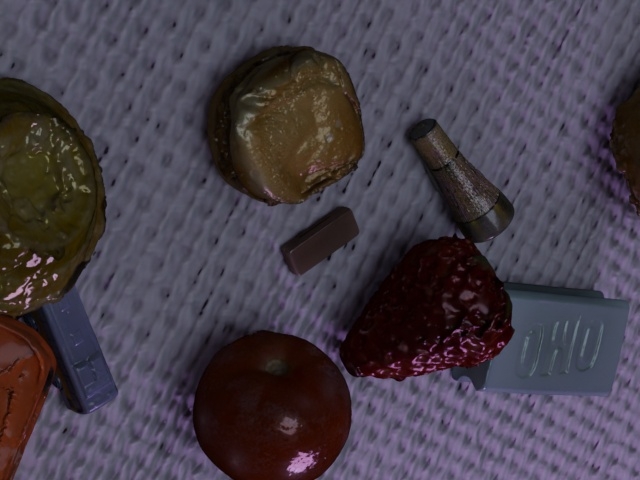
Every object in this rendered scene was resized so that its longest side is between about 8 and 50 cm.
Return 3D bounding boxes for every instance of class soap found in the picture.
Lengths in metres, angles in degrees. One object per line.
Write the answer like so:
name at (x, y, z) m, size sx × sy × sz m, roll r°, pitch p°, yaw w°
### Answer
soap at (0.338, 0.151, 2.148) m, size 0.265 × 0.087 × 0.160 m, roll 7°, pitch 98°, yaw -34°

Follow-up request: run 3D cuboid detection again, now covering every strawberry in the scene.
strawberry at (0.140, 0.117, 1.960) m, size 0.244 × 0.205 × 0.205 m, roll -31°, pitch 118°, yaw -6°

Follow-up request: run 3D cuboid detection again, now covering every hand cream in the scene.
hand cream at (0.193, -0.090, 2.002) m, size 0.084 × 0.084 × 0.203 m, roll -47°, pitch 118°, yaw -14°

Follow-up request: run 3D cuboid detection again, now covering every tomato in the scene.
tomato at (-0.064, 0.227, 1.840) m, size 0.208 × 0.208 × 0.184 m, roll -17°, pitch 134°, yaw -28°

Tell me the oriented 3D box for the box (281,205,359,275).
box at (0.000, 0.000, 1.929) m, size 0.115 × 0.025 × 0.048 m, roll -36°, pitch 124°, yaw -21°

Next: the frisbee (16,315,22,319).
frisbee at (-0.441, 0.110, 1.681) m, size 0.187 × 0.012 × 0.211 m, roll -18°, pitch 111°, yaw -29°

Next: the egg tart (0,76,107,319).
egg tart at (-0.343, -0.054, 1.588) m, size 0.290 × 0.115 × 0.290 m, roll 12°, pitch 73°, yaw -45°

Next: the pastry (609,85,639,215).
pastry at (0.565, -0.150, 2.173) m, size 0.311 × 0.162 × 0.255 m, roll -49°, pitch 112°, yaw -25°

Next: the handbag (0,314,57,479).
handbag at (-0.505, 0.245, 1.601) m, size 0.303 × 0.116 × 0.410 m, roll 23°, pitch 91°, yaw -34°

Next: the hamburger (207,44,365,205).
hamburger at (-0.045, -0.146, 1.812) m, size 0.213 × 0.108 × 0.214 m, roll -9°, pitch 108°, yaw -30°

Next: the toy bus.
toy bus at (-0.308, 0.124, 1.728) m, size 0.064 × 0.075 × 0.190 m, roll -33°, pitch 117°, yaw -31°
